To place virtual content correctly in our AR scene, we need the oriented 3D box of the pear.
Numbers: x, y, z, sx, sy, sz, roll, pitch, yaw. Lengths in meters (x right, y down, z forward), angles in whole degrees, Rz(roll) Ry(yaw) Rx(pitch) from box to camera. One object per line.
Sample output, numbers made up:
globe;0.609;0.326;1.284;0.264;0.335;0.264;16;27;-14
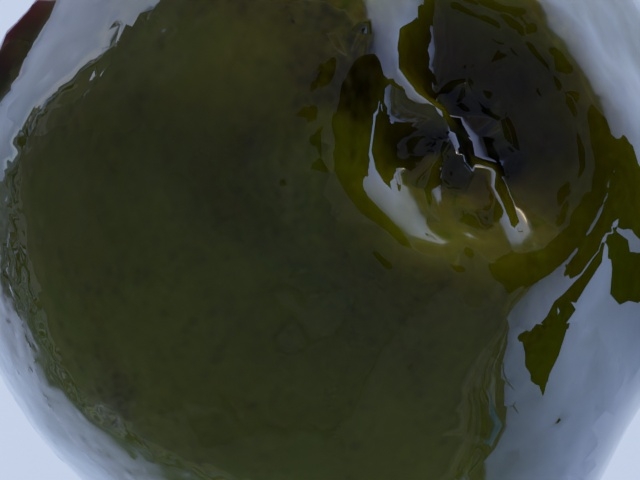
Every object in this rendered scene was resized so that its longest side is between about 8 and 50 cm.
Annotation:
pear;0.000;0.000;0.777;0.287;0.375;0.287;3;-108;-10
